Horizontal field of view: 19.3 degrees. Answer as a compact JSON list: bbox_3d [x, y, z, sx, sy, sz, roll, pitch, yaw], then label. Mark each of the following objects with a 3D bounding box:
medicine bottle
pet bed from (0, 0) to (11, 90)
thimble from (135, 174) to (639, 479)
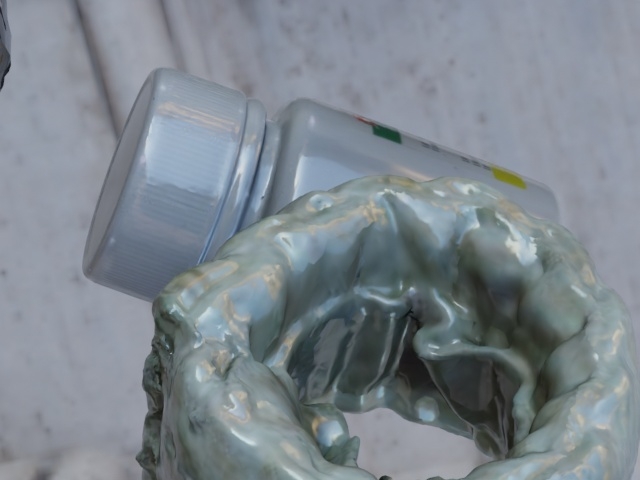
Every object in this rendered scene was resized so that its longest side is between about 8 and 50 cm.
[{"bbox_3d":[0.000,0.000,1.484,0.208,0.339,0.208,-160,-90,-78],"label":"medicine bottle"},{"bbox_3d":[-0.164,-0.132,0.583,0.183,0.159,0.211,110,-19,-49],"label":"pet bed"},{"bbox_3d":[0.037,0.115,1.093,0.291,0.291,0.195,-89,-176,-46],"label":"thimble"}]
